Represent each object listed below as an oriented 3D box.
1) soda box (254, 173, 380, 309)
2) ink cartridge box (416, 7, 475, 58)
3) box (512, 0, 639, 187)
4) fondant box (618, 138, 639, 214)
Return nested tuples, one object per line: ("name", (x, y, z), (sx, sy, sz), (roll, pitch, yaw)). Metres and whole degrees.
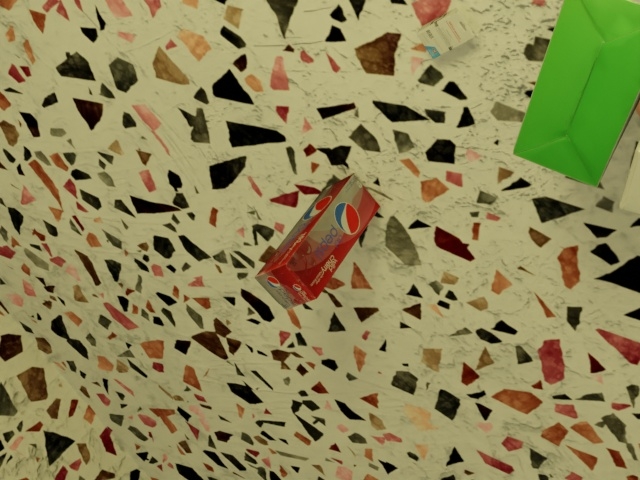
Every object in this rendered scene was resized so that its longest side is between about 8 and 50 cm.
("soda box", (0.000, 0.000, 1.678), (0.092, 0.263, 0.083), (-24, 113, 45))
("ink cartridge box", (0.191, -0.311, 1.442), (0.083, 0.028, 0.048), (-20, 114, 44))
("box", (0.370, -0.244, 1.227), (0.127, 0.231, 0.262), (24, 137, 14))
("fondant box", (0.521, -0.132, 1.149), (0.238, 0.330, 0.096), (19, 136, 20))
